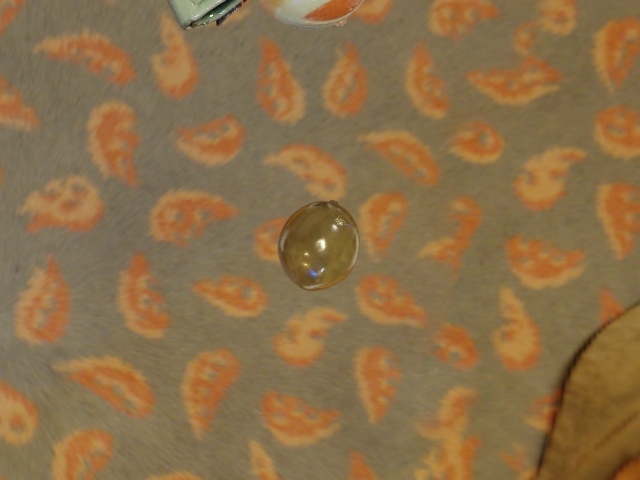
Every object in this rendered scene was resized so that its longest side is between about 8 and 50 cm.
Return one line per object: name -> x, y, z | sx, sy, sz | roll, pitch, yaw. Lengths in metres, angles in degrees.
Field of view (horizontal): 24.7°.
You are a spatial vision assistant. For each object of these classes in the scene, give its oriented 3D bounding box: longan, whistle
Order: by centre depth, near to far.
longan -> 0.000, 0.000, 1.722 | 0.106, 0.106, 0.119 | 27, 48, -10
whistle -> 0.015, -0.377, 1.910 | 0.189, 0.348, 0.189 | 4, 80, -24

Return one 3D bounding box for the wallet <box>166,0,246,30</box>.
wallet -> -0.047, -0.336, 1.114 | 0.290, 0.054, 0.251 | -30, 81, 15
